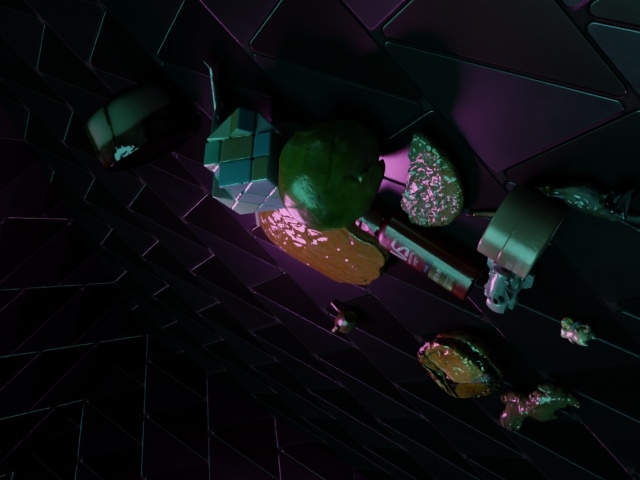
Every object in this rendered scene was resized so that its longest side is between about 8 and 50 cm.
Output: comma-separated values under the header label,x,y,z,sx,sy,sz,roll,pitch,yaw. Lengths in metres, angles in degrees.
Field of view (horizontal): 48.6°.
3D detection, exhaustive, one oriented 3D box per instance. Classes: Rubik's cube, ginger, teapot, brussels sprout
label,x,y,z,sx,sy,sz,roll,pitch,yaw
Rubik's cube,-0.140,-0.191,1.678,0.224,0.213,0.265,-6,159,22
ginger,0.550,0.427,1.838,0.122,0.084,0.290,22,150,-8
teapot,0.062,0.234,2.189,0.110,0.085,0.080,57,154,14
brussels sprout,0.021,-0.141,1.517,0.244,0.244,0.244,32,151,20

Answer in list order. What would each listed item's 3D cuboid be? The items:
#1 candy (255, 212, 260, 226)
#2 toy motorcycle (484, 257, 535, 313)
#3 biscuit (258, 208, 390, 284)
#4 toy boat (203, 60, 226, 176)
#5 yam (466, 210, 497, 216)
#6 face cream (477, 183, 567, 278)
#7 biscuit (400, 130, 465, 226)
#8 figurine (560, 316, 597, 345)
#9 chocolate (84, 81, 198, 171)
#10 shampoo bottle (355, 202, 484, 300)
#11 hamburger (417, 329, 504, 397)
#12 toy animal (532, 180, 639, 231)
label,x,y,z,sx,sy,sz,roll,pitch,yaw
candy,-0.184,-0.116,1.997,0.124,0.124,0.365,36,161,12
toy motorcycle,0.387,0.082,1.496,0.112,0.112,0.254,30,152,23
biscuit,-0.001,0.002,1.882,0.365,0.062,0.385,33,157,-4
toy boat,-0.261,-0.285,1.756,0.070,0.210,0.292,-5,146,-3
yam,0.343,-0.054,1.459,0.107,0.014,0.014,3,134,51
face cream,0.374,-0.017,1.320,0.104,0.149,0.149,33,152,17
biscuit,0.240,-0.108,1.489,0.141,0.038,0.290,32,153,18
figurine,0.548,0.189,1.519,0.083,0.047,0.051,13,127,55
chocolate,-0.505,-0.325,1.963,0.283,0.283,0.186,-20,93,60
shampoo bottle,0.227,0.018,1.648,0.314,0.076,0.118,34,157,16
hamburger,0.372,0.322,1.875,0.230,0.107,0.231,31,147,23
toy animal,0.461,-0.069,1.226,0.202,0.070,0.105,18,164,32
